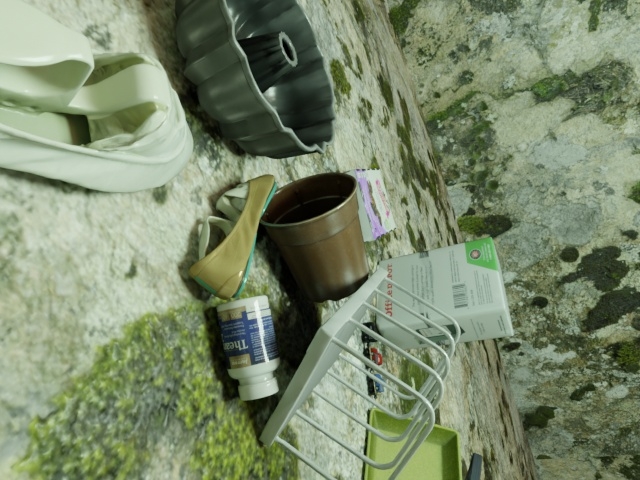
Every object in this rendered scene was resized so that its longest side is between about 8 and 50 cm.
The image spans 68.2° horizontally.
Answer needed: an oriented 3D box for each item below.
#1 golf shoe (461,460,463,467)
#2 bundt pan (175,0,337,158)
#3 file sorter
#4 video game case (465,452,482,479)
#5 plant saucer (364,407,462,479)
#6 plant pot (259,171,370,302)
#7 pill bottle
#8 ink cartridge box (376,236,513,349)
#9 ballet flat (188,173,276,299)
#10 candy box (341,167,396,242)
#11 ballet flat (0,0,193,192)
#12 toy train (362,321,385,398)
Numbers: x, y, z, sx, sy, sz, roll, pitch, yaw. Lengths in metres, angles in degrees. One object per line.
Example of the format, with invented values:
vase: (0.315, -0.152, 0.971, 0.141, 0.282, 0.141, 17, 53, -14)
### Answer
golf shoe: (0.304, 0.567, 1.169, 0.094, 0.077, 0.198, 62, 26, -24)
bundt pan: (-0.100, -0.276, 0.741, 0.331, 0.124, 0.331, 41, 41, -49)
file sorter: (0.079, 0.194, 0.686, 0.173, 0.193, 0.277, 32, 22, 13)
video game case: (0.298, 0.628, 1.017, 0.196, 0.026, 0.275, -8, 111, -68)
plant saucer: (0.171, 0.434, 0.894, 0.188, 0.188, 0.045, -76, -178, -47)
plant pot: (0.000, 0.000, 0.770, 0.167, 0.166, 0.165, -68, 145, -54)
pill bottle: (-0.088, 0.134, 0.593, 0.067, 0.067, 0.120, 3, 73, -64)
ink cartridge box: (0.290, 0.132, 1.139, 0.122, 0.288, 0.211, 56, 30, -40)
ballet flat: (-0.113, -0.027, 0.634, 0.073, 0.080, 0.232, 29, 40, -18)
candy box: (0.107, -0.086, 1.135, 0.196, 0.070, 0.165, -21, 95, -65)
ballet flat: (-0.212, -0.121, 0.403, 0.400, 0.139, 0.139, -5, 80, -66)
toy train: (0.112, 0.249, 0.991, 0.027, 0.036, 0.159, 31, 49, -57)
